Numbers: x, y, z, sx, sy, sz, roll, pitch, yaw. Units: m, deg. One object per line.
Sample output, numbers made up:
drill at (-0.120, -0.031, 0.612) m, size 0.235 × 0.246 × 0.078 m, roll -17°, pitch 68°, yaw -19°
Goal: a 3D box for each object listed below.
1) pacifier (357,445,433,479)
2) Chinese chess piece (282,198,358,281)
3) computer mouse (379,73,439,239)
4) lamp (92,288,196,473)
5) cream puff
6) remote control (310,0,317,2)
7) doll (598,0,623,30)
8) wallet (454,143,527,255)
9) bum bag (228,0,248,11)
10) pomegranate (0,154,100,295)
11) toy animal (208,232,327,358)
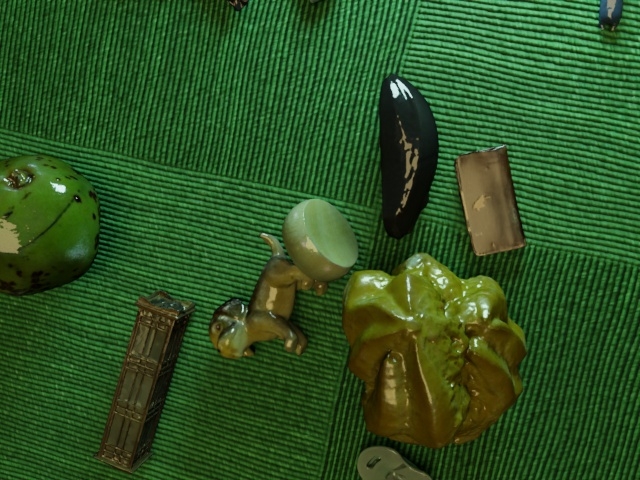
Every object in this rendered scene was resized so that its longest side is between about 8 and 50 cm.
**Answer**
pacifier at (0.121, 0.434, 0.965) m, size 0.150 × 0.116 × 0.127 m, roll 40°, pitch 125°, yaw 1°
Chinese chess piece at (0.000, 0.000, 0.937) m, size 0.058 × 0.144 × 0.144 m, roll -35°, pitch 88°, yaw 34°
computer mouse at (0.148, -0.136, 0.904) m, size 0.086 × 0.137 × 0.270 m, roll 0°, pitch 93°, yaw 19°
lamp at (-0.327, 0.261, 1.038) m, size 0.090 × 0.089 × 0.326 m, roll 18°, pitch 97°, yaw 8°
cream puff at (0.187, 0.182, 0.860) m, size 0.274 × 0.270 × 0.324 m, roll -14°, pitch 93°, yaw 5°
remote control at (-0.017, -0.497, 0.961) m, size 0.061 × 0.029 × 0.162 m, roll -21°, pitch 90°, yaw 9°
doll at (0.468, -0.399, 0.889) m, size 0.037 × 0.027 × 0.125 m, roll 6°, pitch 98°, yaw 10°
wallet at (0.286, -0.067, 0.943) m, size 0.095 × 0.026 × 0.176 m, roll -13°, pitch 93°, yaw 4°
bum bag at (-0.169, -0.466, 0.986) m, size 0.058 × 0.034 × 0.124 m, roll -44°, pitch 86°, yaw 19°
pomegranate at (-0.511, -0.018, 0.983) m, size 0.254 × 0.254 × 0.271 m, roll 29°, pitch 131°, yaw 6°
toy animal at (-0.093, 0.125, 0.980) m, size 0.168 × 0.121 × 0.233 m, roll 32°, pitch 96°, yaw 17°
